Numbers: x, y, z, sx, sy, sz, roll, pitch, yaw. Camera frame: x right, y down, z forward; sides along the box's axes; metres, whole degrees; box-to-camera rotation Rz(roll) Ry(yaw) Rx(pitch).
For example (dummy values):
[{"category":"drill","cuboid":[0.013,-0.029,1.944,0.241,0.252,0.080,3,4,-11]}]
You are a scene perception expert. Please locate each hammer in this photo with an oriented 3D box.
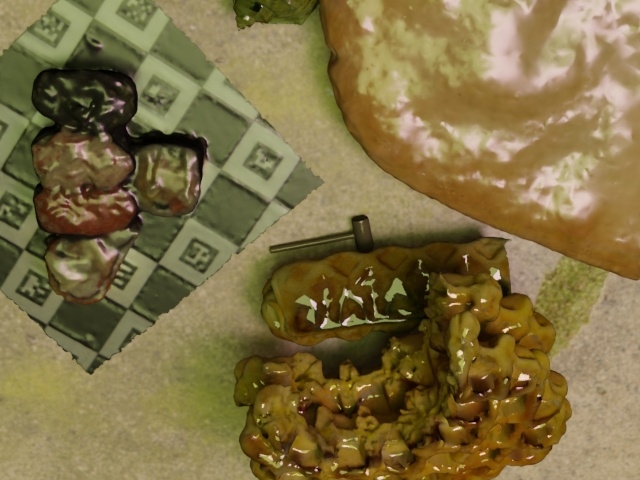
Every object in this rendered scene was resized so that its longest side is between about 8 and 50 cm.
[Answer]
[{"category":"hammer","cuboid":[0.000,0.000,1.224,0.110,0.019,0.036,-9,110,5]}]

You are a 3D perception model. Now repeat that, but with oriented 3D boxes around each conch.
[{"category":"conch","cuboid":[-0.038,-0.246,1.114,0.121,0.074,0.089,-49,139,-5]}]

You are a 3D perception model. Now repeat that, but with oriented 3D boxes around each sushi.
[{"category":"sushi","cuboid":[-0.223,-0.056,1.156,0.339,0.069,0.320,-39,108,9]}]

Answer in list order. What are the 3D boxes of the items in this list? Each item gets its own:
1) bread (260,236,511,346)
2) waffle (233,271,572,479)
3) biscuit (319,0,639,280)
[{"category":"bread","cuboid":[0.070,0.055,1.211,0.269,0.098,0.087,-7,68,-1]},{"category":"waffle","cuboid":[0.083,0.166,1.168,0.324,0.151,0.261,-23,137,21]},{"category":"biscuit","cuboid":[0.223,-0.218,1.115,0.446,0.104,0.429,22,107,-13]}]
